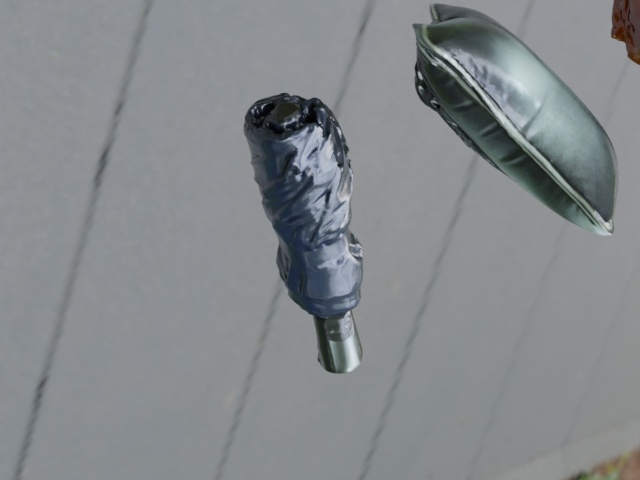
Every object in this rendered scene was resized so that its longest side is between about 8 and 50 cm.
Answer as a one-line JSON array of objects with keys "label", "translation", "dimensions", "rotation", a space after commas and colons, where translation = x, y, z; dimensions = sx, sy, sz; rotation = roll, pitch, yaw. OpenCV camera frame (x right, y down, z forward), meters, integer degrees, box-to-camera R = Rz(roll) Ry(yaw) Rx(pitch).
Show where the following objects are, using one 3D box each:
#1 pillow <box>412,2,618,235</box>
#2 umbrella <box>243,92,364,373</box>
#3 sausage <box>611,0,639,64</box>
[{"label": "pillow", "translation": [0.096, -0.062, 0.745], "dimensions": [0.055, 0.136, 0.091], "rotation": [-48, -176, -7]}, {"label": "umbrella", "translation": [0.004, 0.005, 0.981], "dimensions": [0.071, 0.071, 0.248], "rotation": [-45, 140, -26]}, {"label": "sausage", "translation": [0.308, -0.214, 0.850], "dimensions": [0.348, 0.097, 0.094], "rotation": [-38, 160, 2]}]
